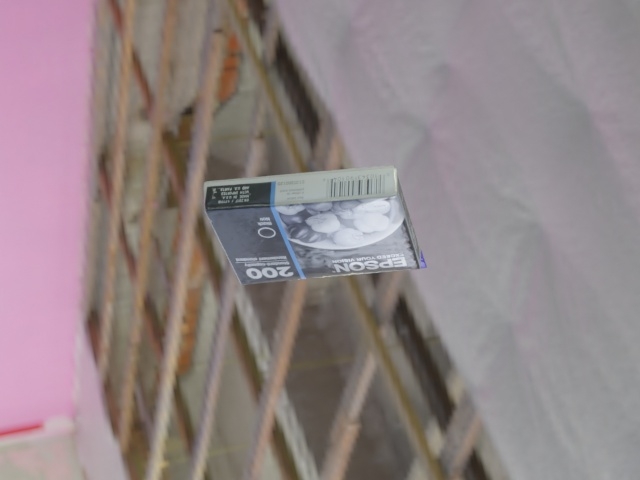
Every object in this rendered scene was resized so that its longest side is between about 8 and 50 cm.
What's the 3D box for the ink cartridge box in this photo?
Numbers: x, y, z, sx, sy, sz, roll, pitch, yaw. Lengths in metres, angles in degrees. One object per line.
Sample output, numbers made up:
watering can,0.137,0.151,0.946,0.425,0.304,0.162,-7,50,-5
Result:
ink cartridge box,0.000,0.000,1.537,0.208,0.206,0.045,66,22,-56
